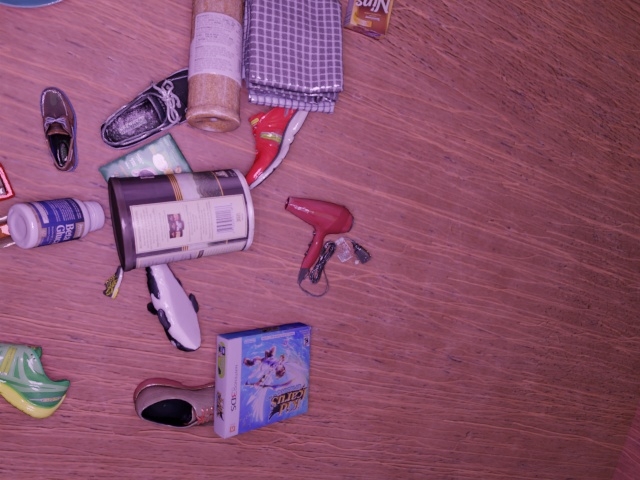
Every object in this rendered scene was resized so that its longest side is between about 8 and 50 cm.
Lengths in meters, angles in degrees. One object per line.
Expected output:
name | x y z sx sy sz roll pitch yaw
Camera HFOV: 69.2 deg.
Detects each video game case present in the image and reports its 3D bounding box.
video game case | -0.144 0.354 1.211 0.269 0.061 0.245 0 95 -42

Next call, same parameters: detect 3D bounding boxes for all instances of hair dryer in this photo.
hair dryer | 0.000 0.000 1.254 0.223 0.080 0.294 -34 109 -11

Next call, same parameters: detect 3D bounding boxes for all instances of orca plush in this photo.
orca plush | -0.397 0.150 1.127 0.102 0.151 0.287 -21 112 17

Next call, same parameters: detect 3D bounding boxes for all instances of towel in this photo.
towel | -0.063 -0.456 1.090 0.234 0.121 0.284 2 78 -22

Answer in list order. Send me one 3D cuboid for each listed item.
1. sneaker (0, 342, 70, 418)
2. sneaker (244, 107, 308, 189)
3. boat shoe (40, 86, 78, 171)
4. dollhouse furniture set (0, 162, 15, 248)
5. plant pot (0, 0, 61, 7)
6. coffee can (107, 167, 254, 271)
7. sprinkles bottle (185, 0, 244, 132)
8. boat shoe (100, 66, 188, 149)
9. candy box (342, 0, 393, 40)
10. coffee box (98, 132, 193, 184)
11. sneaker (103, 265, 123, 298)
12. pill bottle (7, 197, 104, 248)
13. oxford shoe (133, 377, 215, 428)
sneaker | -0.703 0.276 1.049 0.295 0.109 0.124 48 59 -19
sneaker | -0.134 -0.257 1.158 0.118 0.107 0.279 30 78 -16
boat shoe | -0.567 -0.242 1.012 0.066 0.066 0.183 -12 103 -18
dollhouse furniture set | -0.784 -0.090 0.949 0.259 0.135 0.262 -21 106 -27
plant pot | -0.587 -0.621 0.853 0.290 0.290 0.196 -29 72 -13
coffee can | -0.313 -0.052 1.043 0.275 0.201 0.202 -9 103 -28
sprinkles bottle | -0.230 -0.427 1.025 0.121 0.121 0.356 3 82 -20
boat shoe | -0.360 -0.309 1.054 0.306 0.105 0.113 -30 108 -13
candy box | 0.134 -0.634 1.206 0.109 0.053 0.187 9 97 -22
coffee box | -0.410 -0.165 1.096 0.184 0.040 0.113 -33 110 -12
sneaker | -0.499 0.099 1.116 0.035 0.031 0.083 17 93 -21
pill bottle | -0.561 -0.043 0.999 0.169 0.094 0.094 -21 111 -58
oxford shoe | -0.300 0.441 1.194 0.347 0.130 0.123 9 96 -21
